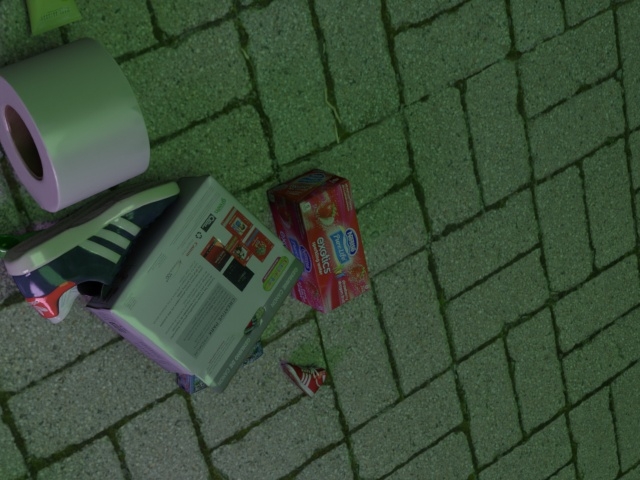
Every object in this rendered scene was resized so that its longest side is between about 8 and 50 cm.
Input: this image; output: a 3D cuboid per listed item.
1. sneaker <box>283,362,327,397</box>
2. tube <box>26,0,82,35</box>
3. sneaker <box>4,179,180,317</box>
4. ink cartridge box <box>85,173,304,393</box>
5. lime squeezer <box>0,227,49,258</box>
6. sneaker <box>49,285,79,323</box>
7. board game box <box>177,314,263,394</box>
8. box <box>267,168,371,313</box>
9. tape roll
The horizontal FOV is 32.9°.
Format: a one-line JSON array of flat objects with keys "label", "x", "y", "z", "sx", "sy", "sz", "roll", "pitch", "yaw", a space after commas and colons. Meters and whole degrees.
[{"label": "sneaker", "x": -0.030, "y": 0.281, "z": 2.316, "sx": 0.067, "sy": 0.042, "sz": 0.118, "roll": -46, "pitch": 134, "yaw": -10}, {"label": "tube", "x": -0.457, "y": -0.459, "z": 1.759, "sx": 0.070, "sy": 0.062, "sz": 0.240, "roll": -5, "pitch": 120, "yaw": 8}, {"label": "sneaker", "x": -0.377, "y": 0.014, "z": 1.896, "sx": 0.350, "sy": 0.131, "sz": 0.148, "roll": -33, "pitch": 111, "yaw": -32}, {"label": "ink cartridge box", "x": -0.222, "y": 0.083, "z": 1.998, "sx": 0.272, "sy": 0.130, "sz": 0.309, "roll": 44, "pitch": 68, "yaw": -24}, {"label": "lime squeezer", "x": -0.548, "y": 0.041, "z": 1.854, "sx": 0.310, "sy": 0.059, "sz": 0.110, "roll": -42, "pitch": 124, "yaw": -19}, {"label": "sneaker", "x": -0.452, "y": 0.074, "z": 1.936, "sx": 0.061, "sy": 0.054, "sz": 0.152, "roll": 39, "pitch": 81, "yaw": -35}, {"label": "board game box", "x": -0.205, "y": 0.175, "z": 2.144, "sx": 0.194, "sy": 0.060, "sz": 0.194, "roll": -23, "pitch": 118, "yaw": -28}, {"label": "box", "x": 0.000, "y": 0.000, "z": 2.196, "sx": 0.128, "sy": 0.123, "sz": 0.256, "roll": -27, "pitch": 119, "yaw": -28}, {"label": "tape roll", "x": -0.410, "y": -0.188, "z": 1.761, "sx": 0.169, "sy": 0.246, "sz": 0.246, "roll": -28, "pitch": 120, "yaw": -26}]
